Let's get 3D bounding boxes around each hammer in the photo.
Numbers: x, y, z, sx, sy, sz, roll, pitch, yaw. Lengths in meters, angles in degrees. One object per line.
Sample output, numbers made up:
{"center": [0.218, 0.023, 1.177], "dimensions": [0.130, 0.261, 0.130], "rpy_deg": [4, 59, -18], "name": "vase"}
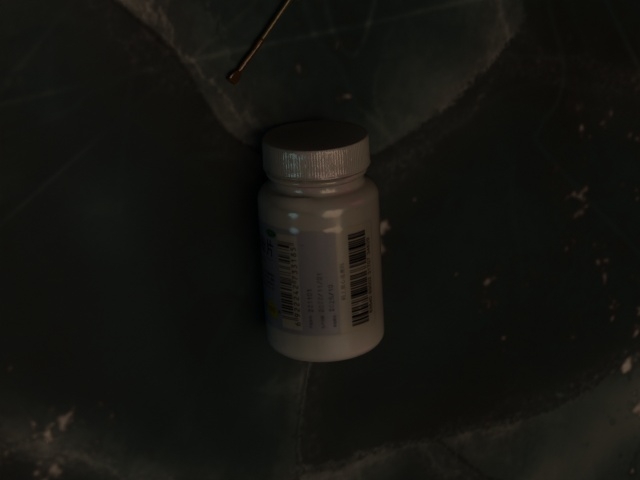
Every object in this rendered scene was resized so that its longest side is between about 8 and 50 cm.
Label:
{"center": [-0.038, -0.180, 1.500], "dimensions": [0.029, 0.014, 0.123], "rpy_deg": [36, 91, -24], "name": "hammer"}

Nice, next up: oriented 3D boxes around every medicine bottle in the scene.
{"center": [0.000, 0.000, 1.528], "dimensions": [0.103, 0.103, 0.186], "rpy_deg": [-14, 113, -24], "name": "medicine bottle"}
